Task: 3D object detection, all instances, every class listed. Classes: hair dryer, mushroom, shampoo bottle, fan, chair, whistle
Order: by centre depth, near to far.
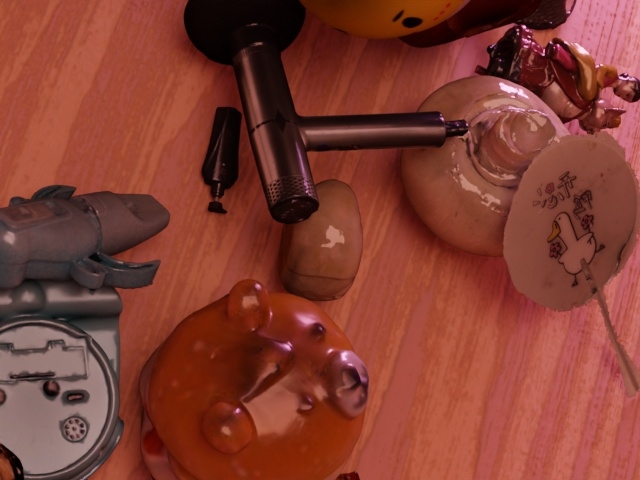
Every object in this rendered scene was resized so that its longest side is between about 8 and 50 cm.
[{"bbox_3d":[-0.287,-0.009,1.599,0.186,0.093,0.274,38,34,30],"label":"whistle"},{"bbox_3d":[0.005,-0.171,1.751,0.284,0.155,0.320,-3,59,-37],"label":"hair dryer"},{"bbox_3d":[-0.124,-0.102,1.780,0.048,0.027,0.137,13,72,-19],"label":"shampoo bottle"},{"bbox_3d":[0.228,-0.105,1.832,0.246,0.202,0.246,6,67,-13],"label":"mushroom"},{"bbox_3d":[0.354,0.048,1.846,0.233,0.012,0.414,-33,119,-19],"label":"fan"},{"bbox_3d":[0.307,-0.421,2.010,0.174,0.149,0.213,-4,120,-26],"label":"chair"}]

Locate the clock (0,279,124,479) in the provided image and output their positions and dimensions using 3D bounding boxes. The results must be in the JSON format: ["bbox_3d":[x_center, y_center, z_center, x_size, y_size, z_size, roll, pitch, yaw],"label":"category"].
[{"bbox_3d":[-0.326,0.178,1.588,0.224,0.094,0.274,-4,77,-22],"label":"clock"}]

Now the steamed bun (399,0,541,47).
[{"bbox_3d":[0.148,-0.457,1.861,0.235,0.248,0.379,-17,104,-21],"label":"steamed bun"}]

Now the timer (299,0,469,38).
[{"bbox_3d":[0.044,-0.353,1.623,0.285,0.285,0.285,6,74,-21],"label":"timer"}]

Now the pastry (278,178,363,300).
[{"bbox_3d":[0.000,0.000,1.739,0.092,0.156,0.156,11,72,-13],"label":"pastry"}]

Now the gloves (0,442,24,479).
[{"bbox_3d":[-0.441,0.312,1.476,0.286,0.119,0.142,-25,63,-2],"label":"gloves"}]

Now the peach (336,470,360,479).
[{"bbox_3d":[0.012,0.311,1.718,0.083,0.077,0.050,9,60,-66],"label":"peach"}]

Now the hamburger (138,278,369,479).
[{"bbox_3d":[-0.072,0.174,1.597,0.276,0.237,0.276,5,62,-9],"label":"hamburger"}]

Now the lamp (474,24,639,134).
[{"bbox_3d":[0.349,-0.211,1.956,0.253,0.118,0.118,21,69,-21],"label":"lamp"}]
